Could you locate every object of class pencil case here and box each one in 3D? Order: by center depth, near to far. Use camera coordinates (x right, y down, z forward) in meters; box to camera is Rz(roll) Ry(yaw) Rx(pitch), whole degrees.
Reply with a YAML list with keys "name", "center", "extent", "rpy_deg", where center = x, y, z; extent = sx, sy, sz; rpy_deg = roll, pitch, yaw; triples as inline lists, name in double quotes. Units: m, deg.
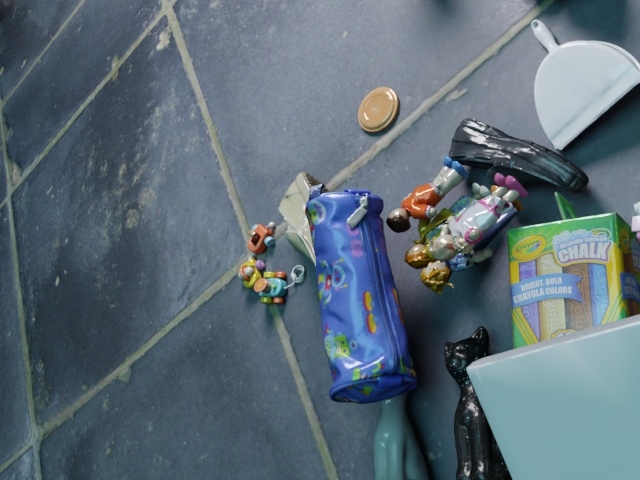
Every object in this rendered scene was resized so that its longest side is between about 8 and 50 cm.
- name: "pencil case"
  center: [0.054, 0.070, 0.918]
  extent: [0.133, 0.120, 0.306]
  rpy_deg: [130, 136, -62]

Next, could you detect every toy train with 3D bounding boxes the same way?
- name: "toy train"
  center: [-0.105, 0.042, 1.209]
  extent: [0.125, 0.046, 0.166]
  rpy_deg: [-55, 49, 13]

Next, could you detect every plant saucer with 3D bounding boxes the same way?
- name: "plant saucer"
  center: [0.099, -0.229, 1.147]
  extent: [0.084, 0.013, 0.083]
  rpy_deg: [-14, 67, 36]

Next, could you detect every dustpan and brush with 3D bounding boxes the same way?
- name: "dustpan and brush"
  center: [0.345, -0.246, 0.926]
  extent: [0.147, 0.060, 0.211]
  rpy_deg: [-46, 57, 35]

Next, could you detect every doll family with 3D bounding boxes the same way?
- name: "doll family"
  center: [0.189, -0.008, 0.905]
  extent: [0.163, 0.118, 0.263]
  rpy_deg: [-44, 18, 0]

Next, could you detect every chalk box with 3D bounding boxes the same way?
- name: "chalk box"
  center: [0.316, 0.046, 0.797]
  extent: [0.132, 0.132, 0.212]
  rpy_deg: [-9, 71, 38]

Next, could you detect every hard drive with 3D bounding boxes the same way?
- name: "hard drive"
  center: [0.324, 0.265, 0.680]
  extent: [0.233, 0.047, 0.352]
  rpy_deg: [-26, 84, 37]

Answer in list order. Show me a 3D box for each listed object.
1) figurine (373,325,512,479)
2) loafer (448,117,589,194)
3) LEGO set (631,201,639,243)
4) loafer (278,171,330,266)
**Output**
- name: "figurine"
  center: [0.154, 0.242, 0.911]
  extent: [0.215, 0.092, 0.209]
  rpy_deg: [-23, 54, 34]
- name: "loafer"
  center: [0.272, -0.106, 0.926]
  extent: [0.223, 0.076, 0.078]
  rpy_deg: [36, 105, 46]
- name: "LEGO set"
  center: [0.481, -0.008, 0.676]
  extent: [0.287, 0.132, 0.107]
  rpy_deg: [-12, 73, 61]
- name: "loafer"
  center: [0.000, 0.000, 1.106]
  extent: [0.092, 0.102, 0.268]
  rpy_deg: [-44, 43, 23]
